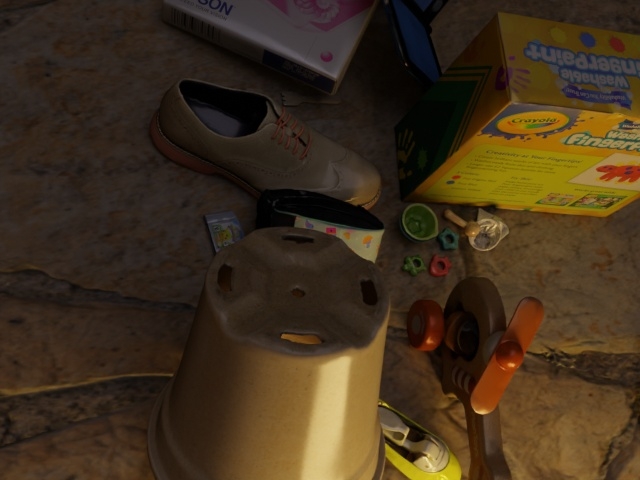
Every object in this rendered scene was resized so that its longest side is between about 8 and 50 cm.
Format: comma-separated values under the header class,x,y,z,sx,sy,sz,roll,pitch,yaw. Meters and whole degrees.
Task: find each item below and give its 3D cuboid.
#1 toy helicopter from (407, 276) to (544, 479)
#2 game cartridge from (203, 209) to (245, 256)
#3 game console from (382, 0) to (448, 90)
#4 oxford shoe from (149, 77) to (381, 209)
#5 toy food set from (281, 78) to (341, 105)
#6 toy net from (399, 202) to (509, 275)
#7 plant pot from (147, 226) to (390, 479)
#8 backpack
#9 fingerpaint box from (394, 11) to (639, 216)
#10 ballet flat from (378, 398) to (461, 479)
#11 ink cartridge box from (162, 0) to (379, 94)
class,x,y,z,sx,sy,sz,roll,pitch,yaw
toy helicopter,0.253,0.226,1.293,0.140,0.235,0.355,4,69,-20
game cartridge,-0.149,-0.007,1.354,0.056,0.017,0.083,-11,75,-28
game console,0.210,-0.409,1.481,0.173,0.293,0.250,44,102,20
oxford shoe,-0.070,-0.145,1.362,0.397,0.146,0.140,15,65,-15
toy food set,-0.023,-0.333,1.514,0.132,0.038,0.192,-3,71,-22
toy net,0.243,-0.005,1.487,0.232,0.045,0.122,-4,71,-23
plant pot,-0.048,0.162,1.093,0.334,0.305,0.334,8,40,-6
backpack,0.000,0.000,1.317,0.188,0.166,0.144,3,102,-15
fingerpaint box,0.403,-0.191,1.437,0.445,0.371,0.163,3,69,-19
ballet flat,0.131,0.307,1.304,0.231,0.077,0.077,36,61,-5
ink cartridge box,-0.059,-0.457,1.488,0.324,0.071,0.330,23,70,1
